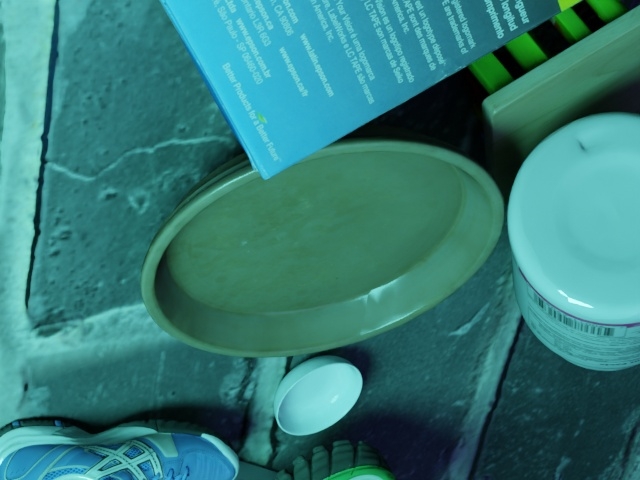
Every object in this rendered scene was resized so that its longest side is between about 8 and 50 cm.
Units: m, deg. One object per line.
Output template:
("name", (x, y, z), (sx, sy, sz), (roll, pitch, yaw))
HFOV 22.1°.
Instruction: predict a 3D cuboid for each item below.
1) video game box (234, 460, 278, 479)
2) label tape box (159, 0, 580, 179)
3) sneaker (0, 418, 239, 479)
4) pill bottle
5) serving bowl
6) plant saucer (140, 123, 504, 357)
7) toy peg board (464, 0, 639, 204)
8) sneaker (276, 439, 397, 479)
("video game box", (-0.098, 0.284, 1.478), (0.187, 0.048, 0.205), (-48, 139, 16))
("label tape box", (0.050, -0.220, 1.028), (0.333, 0.106, 0.241), (-29, 137, -1))
("sneaker", (-0.161, 0.194, 1.303), (0.211, 0.081, 0.080), (0, 127, -27))
("pill bottle", (0.233, 0.014, 1.316), (0.160, 0.160, 0.283), (-35, 164, -2))
("serving bowl", (-0.006, 0.128, 1.410), (0.083, 0.027, 0.083), (-19, 137, -19))
("plant saucer", (0.000, 0.000, 1.220), (0.277, 0.041, 0.278), (-12, 149, -7))
("toy peg board", (0.182, -0.128, 1.281), (0.161, 0.079, 0.161), (-31, 155, -7))
("sneaker", (-0.059, 0.325, 1.396), (0.343, 0.146, 0.134), (-42, 139, 5))
